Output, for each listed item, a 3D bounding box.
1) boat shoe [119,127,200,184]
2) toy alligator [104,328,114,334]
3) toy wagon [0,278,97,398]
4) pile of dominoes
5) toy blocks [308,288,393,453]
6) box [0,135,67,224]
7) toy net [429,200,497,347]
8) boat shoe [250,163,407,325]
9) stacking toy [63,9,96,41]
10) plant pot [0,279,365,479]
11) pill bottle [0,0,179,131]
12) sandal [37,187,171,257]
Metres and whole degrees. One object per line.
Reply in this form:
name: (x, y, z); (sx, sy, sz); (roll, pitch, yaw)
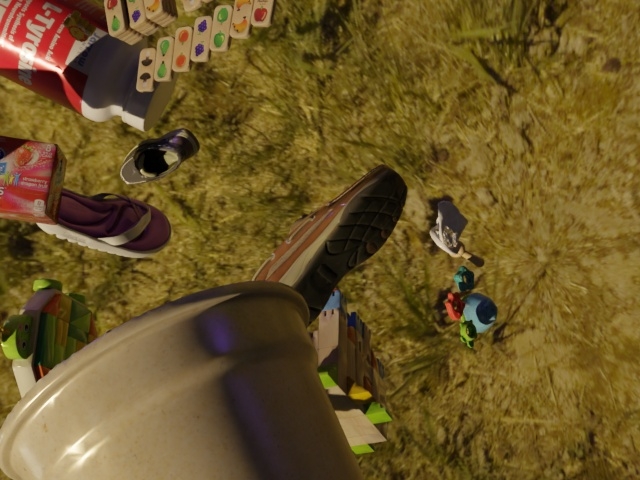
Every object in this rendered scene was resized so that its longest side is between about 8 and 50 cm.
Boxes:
boat shoe: (-0.336, -0.158, 1.471); (0.223, 0.073, 0.080); (-17, 112, 37)
toy alligator: (-0.263, 0.146, 1.144); (0.051, 0.189, 0.056); (-31, 72, 37)
toy wagon: (-0.535, 0.213, 1.450); (0.068, 0.344, 0.267); (-2, 71, 5)
pile of dominoes: (-0.167, -0.320, 0.936); (0.251, 0.040, 0.196); (-20, 74, 27)
toy blocks: (0.056, 0.286, 1.689); (0.190, 0.381, 0.261); (-15, 48, 20)
box: (-0.583, -0.112, 1.277); (0.256, 0.122, 0.128); (7, 81, -9)
toy net: (0.219, 0.052, 1.208); (0.045, 0.122, 0.232); (-17, 96, 53)
boat shoe: (0.000, 0.000, 1.186); (0.324, 0.122, 0.120); (-47, 48, -8)
stacking toy: (-0.342, -0.445, 1.268); (0.221, 0.052, 0.167); (-15, 44, 48)
plant pot: (-0.081, 0.258, 0.689); (0.334, 0.334, 0.305); (-40, 64, 12)
pill bottle: (-0.523, -0.400, 1.587); (0.407, 0.229, 0.229); (26, 96, -3)
sandal: (-0.479, -0.053, 1.733); (0.102, 0.416, 0.169); (-33, 72, 25)
